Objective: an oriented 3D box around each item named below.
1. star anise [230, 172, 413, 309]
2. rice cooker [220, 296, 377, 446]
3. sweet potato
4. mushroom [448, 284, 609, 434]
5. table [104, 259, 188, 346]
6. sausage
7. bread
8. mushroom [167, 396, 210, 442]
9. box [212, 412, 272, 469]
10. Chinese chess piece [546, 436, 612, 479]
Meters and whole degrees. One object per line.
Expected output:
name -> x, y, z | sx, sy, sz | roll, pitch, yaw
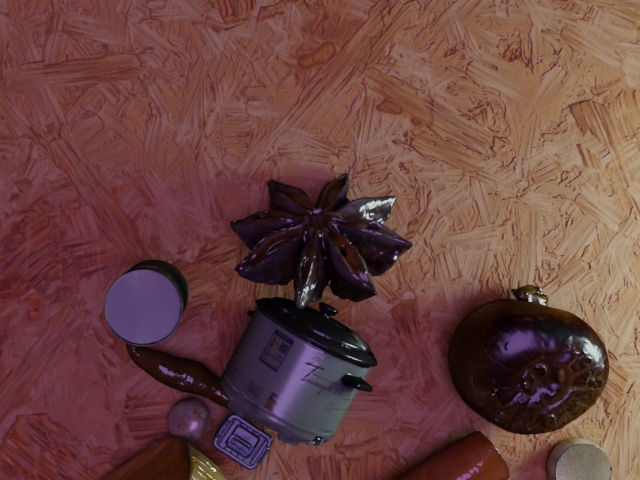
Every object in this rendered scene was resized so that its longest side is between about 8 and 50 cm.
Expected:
star anise -> 0.001, 0.002, 1.442 | 0.331, 0.118, 0.332 | -4, 48, 5
rice cooker -> -0.035, 0.215, 1.429 | 0.241, 0.280, 0.227 | 26, 92, -51
sweet potato -> -0.233, 0.251, 1.488 | 0.273, 0.067, 0.067 | 28, 87, -8
mushroom -> 0.387, 0.223, 1.517 | 0.297, 0.163, 0.278 | 9, 90, -6
table -> -0.293, 0.102, 1.401 | 0.126, 0.220, 0.126 | 0, 93, -8
sausage -> 0.219, 0.463, 1.527 | 0.259, 0.113, 0.114 | -30, 94, -7
bread -> -0.294, 0.491, 1.432 | 0.288, 0.204, 0.156 | -38, 116, -2
mushroom -> -0.238, 0.328, 1.489 | 0.083, 0.067, 0.084 | -7, 69, 19
box -> -0.144, 0.366, 1.506 | 0.099, 0.054, 0.074 | 35, 85, -6
Chinese chess piece -> 0.503, 0.445, 1.591 | 0.122, 0.051, 0.122 | 0, 90, -5
